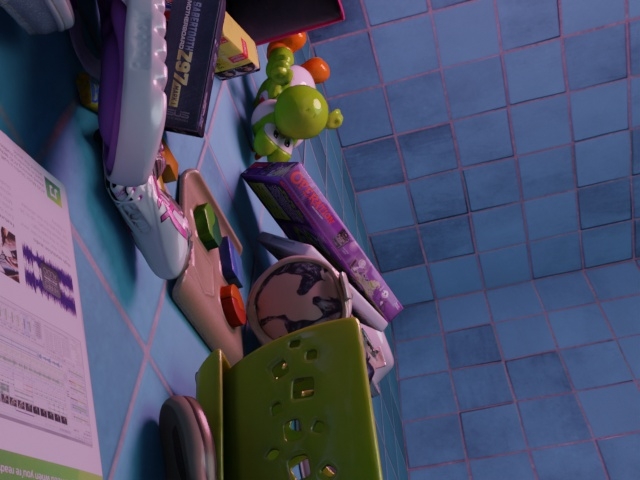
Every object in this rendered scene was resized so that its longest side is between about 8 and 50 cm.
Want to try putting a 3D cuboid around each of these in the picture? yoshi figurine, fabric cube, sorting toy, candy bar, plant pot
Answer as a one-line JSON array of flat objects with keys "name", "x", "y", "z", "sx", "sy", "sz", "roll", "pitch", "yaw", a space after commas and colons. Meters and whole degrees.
[{"name": "yoshi figurine", "x": -0.044, "y": -0.308, "z": 1.489, "sx": 0.203, "sy": 0.204, "sz": 0.362, "roll": 103, "pitch": -3, "yaw": -47}, {"name": "fabric cube", "x": -0.117, "y": -0.578, "z": 1.398, "sx": 0.259, "sy": 0.254, "sz": 0.258, "roll": 49, "pitch": 30, "yaw": -70}, {"name": "sorting toy", "x": -0.163, "y": 0.010, "z": 0.986, "sx": 0.307, "sy": 0.041, "sz": 0.229, "roll": 67, "pitch": 14, "yaw": -48}, {"name": "candy bar", "x": -0.241, "y": -0.156, "z": 0.825, "sx": 0.161, "sy": 0.018, "sz": 0.040, "roll": 24, "pitch": 53, "yaw": -79}, {"name": "plant pot", "x": -0.035, "y": 0.248, "z": 0.851, "sx": 0.227, "sy": 0.207, "sz": 0.228, "roll": 80, "pitch": 4, "yaw": -56}]

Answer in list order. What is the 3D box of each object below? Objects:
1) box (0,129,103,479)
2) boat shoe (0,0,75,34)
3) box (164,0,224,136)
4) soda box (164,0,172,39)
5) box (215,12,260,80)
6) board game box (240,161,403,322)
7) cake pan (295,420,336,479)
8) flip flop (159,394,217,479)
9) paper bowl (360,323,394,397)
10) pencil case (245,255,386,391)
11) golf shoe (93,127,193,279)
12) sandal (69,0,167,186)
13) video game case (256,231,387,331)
[{"name": "box", "x": -0.221, "y": 0.046, "z": 0.417, "sx": 0.232, "sy": 0.058, "sz": 0.322, "roll": 60, "pitch": 9, "yaw": -60}, {"name": "boat shoe", "x": -0.286, "y": -0.252, "z": 0.507, "sx": 0.118, "sy": 0.103, "sz": 0.320, "roll": 60, "pitch": -1, "yaw": 17}, {"name": "box", "x": -0.161, "y": -0.226, "z": 0.889, "sx": 0.233, "sy": 0.059, "sz": 0.183, "roll": -146, "pitch": -114, "yaw": -80}, {"name": "soda box", "x": -0.221, "y": -0.279, "z": 0.927, "sx": 0.169, "sy": 0.053, "sz": 0.060, "roll": -92, "pitch": -153, "yaw": -51}, {"name": "box", "x": -0.177, "y": -0.345, "z": 1.248, "sx": 0.232, "sy": 0.087, "sz": 0.058, "roll": 8, "pitch": 69, "yaw": -81}, {"name": "board game box", "x": 0.000, "y": 0.000, "z": 1.327, "sx": 0.347, "sy": 0.056, "sz": 0.208, "roll": 54, "pitch": -14, "yaw": -22}, {"name": "cake pan", "x": 0.015, "y": 0.435, "z": 1.432, "sx": 0.293, "sy": 0.054, "sz": 0.293, "roll": -13, "pitch": 90, "yaw": -80}, {"name": "flip flop", "x": -0.135, "y": 0.275, "z": 0.676, "sx": 0.112, "sy": 0.080, "sz": 0.277, "roll": -54, "pitch": -138, "yaw": 37}, {"name": "paper bowl", "x": 0.068, "y": 0.220, "z": 1.590, "sx": 0.284, "sy": 0.148, "sz": 0.284, "roll": -22, "pitch": 90, "yaw": -90}, {"name": "pencil case", "x": 0.001, "y": 0.167, "z": 1.222, "sx": 0.410, "sy": 0.184, "sz": 0.160, "roll": 68, "pitch": -3, "yaw": -64}, {"name": "golf shoe", "x": -0.203, "y": -0.041, "z": 0.781, "sx": 0.086, "sy": 0.067, "sz": 0.186, "roll": -15, "pitch": 85, "yaw": -65}, {"name": "sandal", "x": -0.227, "y": -0.237, "z": 0.717, "sx": 0.169, "sy": 0.102, "sz": 0.416, "roll": -60, "pitch": -143, "yaw": 41}, {"name": "video game case", "x": -0.001, "y": 0.075, "z": 1.323, "sx": 0.227, "sy": 0.026, "sz": 0.206, "roll": 45, "pitch": -14, "yaw": -26}]
